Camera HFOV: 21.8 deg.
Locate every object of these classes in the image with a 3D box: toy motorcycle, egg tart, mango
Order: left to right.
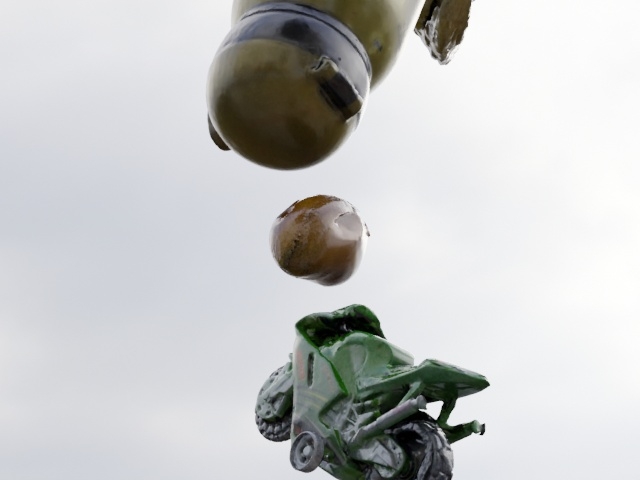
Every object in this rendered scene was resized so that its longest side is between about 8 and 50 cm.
[{"bbox_3d":[0.000,0.000,1.371,0.063,0.077,0.127,-17,-5,26],"label":"mango"},{"bbox_3d":[0.025,0.096,1.005,0.074,0.106,0.190,27,-3,-36],"label":"toy motorcycle"},{"bbox_3d":[0.155,-0.350,2.023,0.095,0.279,0.279,13,-17,0],"label":"egg tart"}]

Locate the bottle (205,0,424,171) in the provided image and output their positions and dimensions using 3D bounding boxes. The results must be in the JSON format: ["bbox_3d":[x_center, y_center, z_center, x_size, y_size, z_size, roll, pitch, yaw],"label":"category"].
[{"bbox_3d":[0.001,-0.212,1.523,0.171,0.351,0.171,14,-40,12],"label":"bottle"}]
